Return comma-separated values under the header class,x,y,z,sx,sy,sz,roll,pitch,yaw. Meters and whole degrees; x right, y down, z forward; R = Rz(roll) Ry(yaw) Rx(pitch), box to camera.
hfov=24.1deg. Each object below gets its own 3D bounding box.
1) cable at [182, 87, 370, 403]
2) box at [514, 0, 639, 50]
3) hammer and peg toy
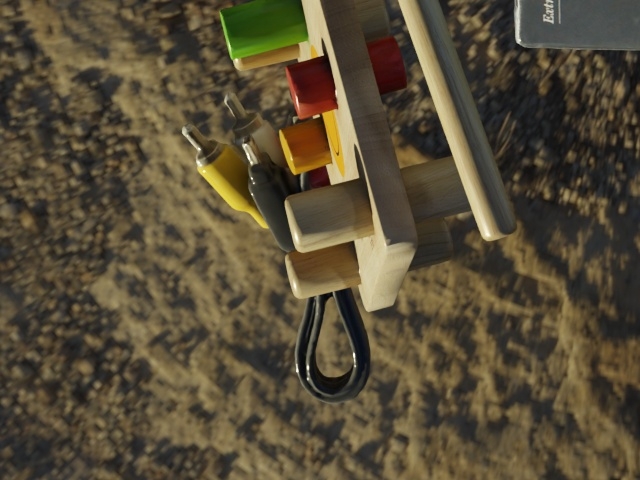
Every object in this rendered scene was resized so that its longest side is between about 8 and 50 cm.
class,x,y,z,sx,sy,sz,roll,pitch,yaw
cable,0.000,0.000,1.257,0.139,0.072,0.287,-20,119,8
box,0.378,-0.336,1.314,0.395,0.212,0.293,4,120,17
hammer and peg toy,0.016,-0.094,0.978,0.127,0.361,0.266,-14,80,-4
